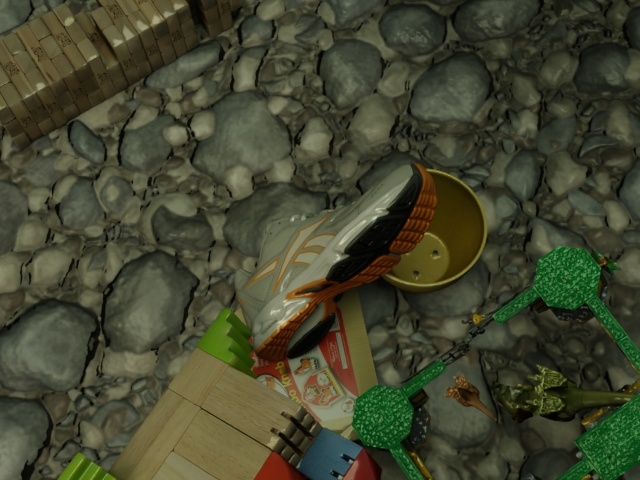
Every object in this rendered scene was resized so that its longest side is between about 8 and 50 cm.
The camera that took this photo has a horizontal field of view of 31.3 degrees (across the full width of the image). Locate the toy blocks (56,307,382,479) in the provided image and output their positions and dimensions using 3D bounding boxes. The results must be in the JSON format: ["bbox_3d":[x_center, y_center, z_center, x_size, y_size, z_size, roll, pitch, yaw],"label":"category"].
[{"bbox_3d":[-0.085,0.278,1.015,0.261,0.190,0.381,22,69,38],"label":"toy blocks"}]

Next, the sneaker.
[{"bbox_3d":[0.000,0.000,1.151,0.262,0.099,0.121,-45,59,21],"label":"sneaker"}]

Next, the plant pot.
[{"bbox_3d":[0.108,0.004,1.227,0.134,0.095,0.134,-1,66,2],"label":"plant pot"}]

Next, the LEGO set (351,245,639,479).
[{"bbox_3d":[0.210,0.179,1.116,0.331,0.192,0.255,-45,65,3],"label":"LEGO set"}]

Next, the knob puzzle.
[{"bbox_3d":[-0.040,0.144,1.209,0.213,0.030,0.213,-1,68,2],"label":"knob puzzle"}]

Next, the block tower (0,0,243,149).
[{"bbox_3d":[-0.255,-0.235,1.347,0.335,0.091,0.097,-31,68,-10],"label":"block tower"}]
